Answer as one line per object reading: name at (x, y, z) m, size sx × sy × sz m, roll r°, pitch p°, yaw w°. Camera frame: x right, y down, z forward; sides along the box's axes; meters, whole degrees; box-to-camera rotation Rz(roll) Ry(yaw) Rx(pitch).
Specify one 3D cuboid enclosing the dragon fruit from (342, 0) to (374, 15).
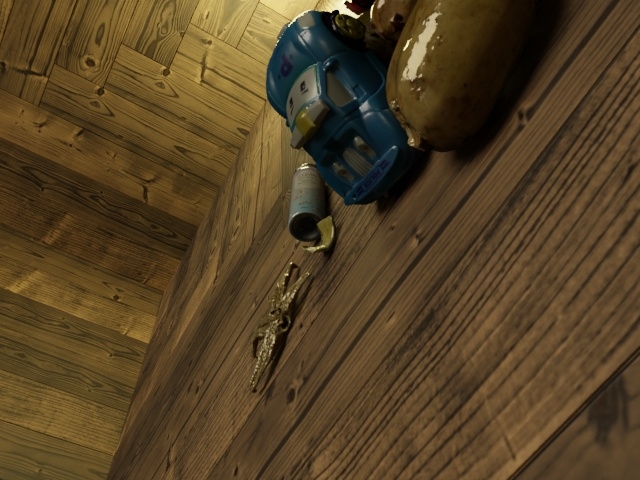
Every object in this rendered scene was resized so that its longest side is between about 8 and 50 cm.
dragon fruit at (0.101, -0.502, 1.020) m, size 0.293 × 0.234 × 0.234 m, roll -44°, pitch 0°, yaw -41°

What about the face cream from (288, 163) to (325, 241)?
face cream at (-0.026, -0.091, 1.215) m, size 0.075 × 0.075 × 0.229 m, roll -55°, pitch 20°, yaw 29°

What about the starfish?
starfish at (-0.093, 0.157, 1.111) m, size 0.248 × 0.050 × 0.138 m, roll -63°, pitch 15°, yaw -5°

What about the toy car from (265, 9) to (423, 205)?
toy car at (0.018, -0.202, 0.898) m, size 0.166 × 0.314 × 0.198 m, roll -32°, pitch -9°, yaw -44°

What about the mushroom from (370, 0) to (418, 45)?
mushroom at (0.156, -0.421, 0.834) m, size 0.267 × 0.267 × 0.255 m, roll -50°, pitch 57°, yaw 39°

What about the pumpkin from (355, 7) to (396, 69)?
pumpkin at (0.078, -0.320, 1.045) m, size 0.219 × 0.162 × 0.219 m, roll -52°, pitch 2°, yaw 3°

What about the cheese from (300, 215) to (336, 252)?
cheese at (0.000, 0.002, 1.062) m, size 0.060 × 0.041 × 0.084 m, roll -23°, pitch 29°, yaw 56°

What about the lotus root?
lotus root at (0.175, -0.246, 0.713) m, size 0.284 × 0.146 × 0.160 m, roll -61°, pitch 32°, yaw 6°
